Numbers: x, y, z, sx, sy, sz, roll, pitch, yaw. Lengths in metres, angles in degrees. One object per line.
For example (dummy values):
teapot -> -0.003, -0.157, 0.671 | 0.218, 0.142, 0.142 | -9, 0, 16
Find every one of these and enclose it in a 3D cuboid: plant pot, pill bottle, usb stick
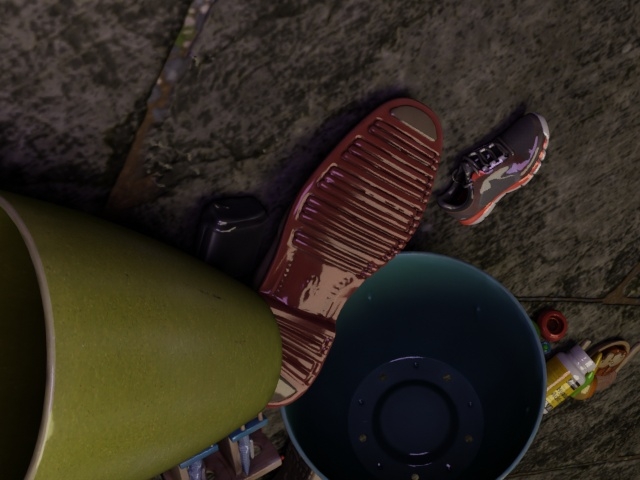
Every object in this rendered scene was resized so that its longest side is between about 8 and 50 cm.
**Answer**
plant pot -> 0.109, 0.191, 1.170 | 0.293, 0.293, 0.235 | -30, 157, -7
pill bottle -> 0.386, 0.221, 1.587 | 0.116, 0.065, 0.065 | -41, 143, 8
plant pot -> -0.181, 0.102, 0.851 | 0.294, 0.274, 0.274 | 6, 128, -47
usb stick -> -0.120, 0.068, 1.039 | 0.077, 0.045, 0.278 | -14, 139, -37

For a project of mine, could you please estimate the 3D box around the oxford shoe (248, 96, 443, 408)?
oxford shoe -> 0.000, 0.000, 1.022 | 0.123, 0.130, 0.348 | 32, 96, -16

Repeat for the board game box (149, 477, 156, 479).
board game box -> -0.324, 0.305, 1.061 | 0.275, 0.144, 0.142 | -32, 143, -5

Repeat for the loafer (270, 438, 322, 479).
loafer -> -0.015, 0.360, 1.398 | 0.092, 0.102, 0.268 | 0, 131, -30

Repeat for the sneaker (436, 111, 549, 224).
sneaker -> 0.192, -0.082, 1.104 | 0.065, 0.061, 0.158 | 17, 119, -40

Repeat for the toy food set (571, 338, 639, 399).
toy food set -> 0.483, 0.224, 1.687 | 0.192, 0.038, 0.132 | 7, 127, -42

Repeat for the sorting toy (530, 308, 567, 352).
sorting toy -> 0.320, 0.140, 1.464 | 0.102, 0.061, 0.042 | -14, 174, -15

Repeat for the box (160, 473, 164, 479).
box -> -0.165, 0.243, 1.184 | 0.052, 0.062, 0.083 | -1, 131, -37

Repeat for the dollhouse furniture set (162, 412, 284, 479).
dollhouse furniture set -> -0.083, 0.250, 1.061 | 0.129, 0.184, 0.129 | -25, 134, -22
